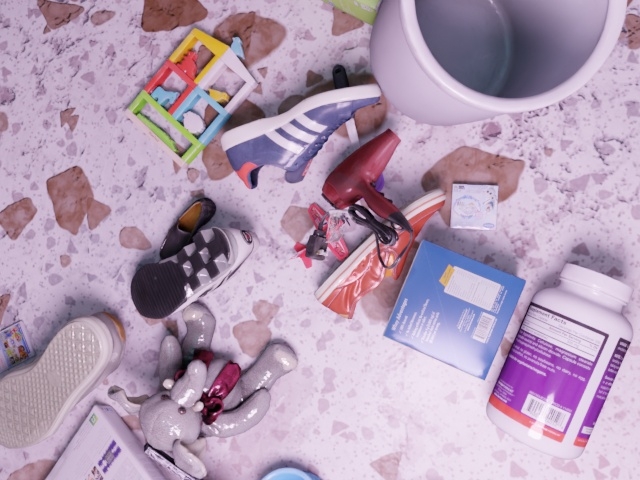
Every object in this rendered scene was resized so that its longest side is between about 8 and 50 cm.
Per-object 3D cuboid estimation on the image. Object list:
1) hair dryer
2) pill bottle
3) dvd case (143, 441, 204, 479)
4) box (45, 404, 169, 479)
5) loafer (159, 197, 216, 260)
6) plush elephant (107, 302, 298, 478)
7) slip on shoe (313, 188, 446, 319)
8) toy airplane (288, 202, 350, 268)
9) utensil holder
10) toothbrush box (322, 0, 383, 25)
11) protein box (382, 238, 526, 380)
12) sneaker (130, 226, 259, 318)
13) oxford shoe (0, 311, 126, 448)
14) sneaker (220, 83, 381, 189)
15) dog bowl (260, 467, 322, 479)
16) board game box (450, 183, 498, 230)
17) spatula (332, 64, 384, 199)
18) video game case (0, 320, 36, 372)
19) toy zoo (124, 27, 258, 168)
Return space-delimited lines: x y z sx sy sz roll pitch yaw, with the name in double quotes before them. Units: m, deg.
"hair dryer" 0.099 -0.081 1.207 0.223 0.080 0.294 2 70 31
"pill bottle" 0.440 0.213 1.135 0.181 0.181 0.323 23 91 11
"dvd case" -0.256 0.471 1.244 0.221 0.164 0.018 38 69 -4
"box" -0.432 0.535 1.296 0.322 0.058 0.232 37 95 33
"loafer" -0.297 -0.024 1.352 0.062 0.061 0.170 36 95 9
"plush elephant" -0.251 0.306 1.225 0.271 0.255 0.330 31 93 11
"slip on shoe" 0.130 0.026 1.243 0.101 0.123 0.331 44 100 1
"toy airplane" 0.000 0.000 1.301 0.151 0.028 0.151 -9 67 22
"utensil holder" 0.259 -0.365 1.063 0.327 0.385 0.328 0 96 -5
"toothbrush box" 0.048 -0.601 1.287 0.283 0.122 0.206 29 94 10
"protein box" 0.252 0.127 1.199 0.201 0.136 0.200 22 92 11
"sneaker" -0.259 0.071 1.314 0.330 0.146 0.123 -26 82 30
"oxford shoe" -0.572 0.307 1.363 0.449 0.130 0.169 -42 86 21
"sneaker" -0.026 -0.204 1.278 0.349 0.131 0.148 -18 97 21
"dog bowl" -0.084 0.577 1.197 0.165 0.074 0.297 8 56 22
"board game box" 0.308 -0.066 1.258 0.090 0.020 0.090 4 87 11
"spatula" 0.067 -0.229 1.308 0.084 0.030 0.297 -14 84 13
"video game case" -0.722 0.250 1.445 0.121 0.011 0.087 -26 82 9
"toy zoo" -0.272 -0.329 1.380 0.192 0.030 0.293 42 95 10
